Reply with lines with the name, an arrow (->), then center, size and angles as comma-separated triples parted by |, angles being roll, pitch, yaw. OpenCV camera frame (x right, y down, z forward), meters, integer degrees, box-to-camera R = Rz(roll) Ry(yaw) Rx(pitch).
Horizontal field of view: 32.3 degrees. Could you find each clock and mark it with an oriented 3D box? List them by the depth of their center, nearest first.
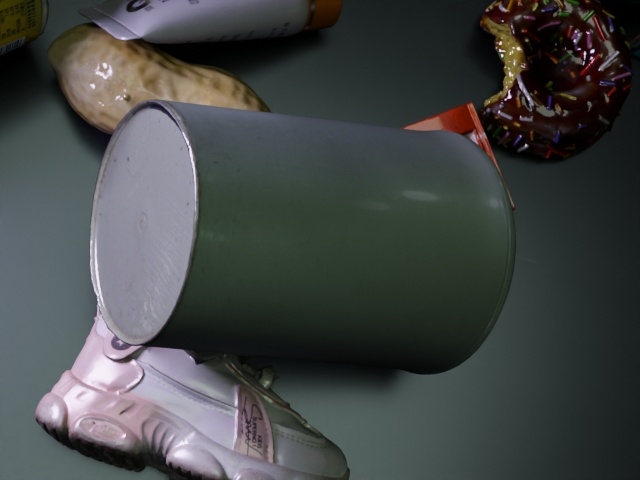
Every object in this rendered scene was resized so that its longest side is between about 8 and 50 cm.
clock -> 0.166, -0.082, 1.398 | 0.113, 0.061, 0.155 | -21, 85, -14

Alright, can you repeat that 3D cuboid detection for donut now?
donut -> 0.308, -0.223, 1.434 | 0.216, 0.096, 0.230 | 16, 75, -6

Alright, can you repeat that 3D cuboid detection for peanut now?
peanut -> -0.182, -0.161, 1.316 | 0.313, 0.149, 0.149 | 25, 74, 0

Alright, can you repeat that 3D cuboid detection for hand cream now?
hand cream -> -0.128, -0.280, 1.339 | 0.314, 0.139, 0.089 | -18, 123, -31

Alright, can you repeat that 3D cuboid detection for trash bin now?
trash bin -> 0.000, 0.000, 1.182 | 0.432, 0.280, 0.280 | 6, 75, -34

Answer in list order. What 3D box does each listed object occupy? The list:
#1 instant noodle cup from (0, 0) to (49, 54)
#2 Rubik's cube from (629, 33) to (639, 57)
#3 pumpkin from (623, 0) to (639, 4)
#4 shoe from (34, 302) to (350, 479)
instant noodle cup -> -0.467, -0.308, 1.218 | 0.254, 0.325, 0.325 | -23, 82, -23
Rubik's cube -> 0.599, -0.303, 1.480 | 0.233, 0.228, 0.229 | 0, 30, -45
pumpkin -> 0.429, -0.459, 1.433 | 0.300, 0.207, 0.300 | -9, 106, -33
shoe -> -0.123, 0.176, 1.230 | 0.351, 0.172, 0.198 | 19, 71, -8
